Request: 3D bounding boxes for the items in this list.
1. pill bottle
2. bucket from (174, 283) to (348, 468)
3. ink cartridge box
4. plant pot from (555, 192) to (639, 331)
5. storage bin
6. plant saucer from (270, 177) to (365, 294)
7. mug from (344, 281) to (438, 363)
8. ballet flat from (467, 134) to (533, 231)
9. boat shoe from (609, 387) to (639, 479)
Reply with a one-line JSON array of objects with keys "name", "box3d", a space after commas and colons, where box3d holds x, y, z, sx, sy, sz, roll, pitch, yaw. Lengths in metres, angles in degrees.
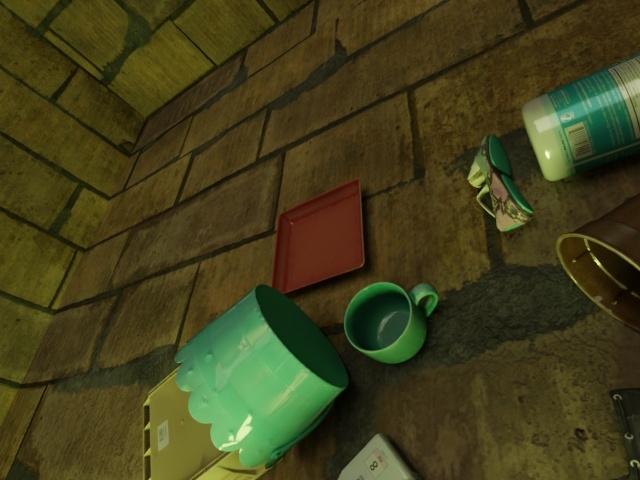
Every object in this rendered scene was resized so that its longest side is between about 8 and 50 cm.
[{"name": "pill bottle", "box3d": [0.475, -0.204, 0.630, 0.264, 0.146, 0.146, -19, 49, 29]}, {"name": "bucket", "box3d": [-0.094, 0.227, 0.721, 0.183, 0.281, 0.281, -43, 41, 5]}, {"name": "ink cartridge box", "box3d": [0.072, 0.437, 0.575, 0.232, 0.066, 0.189, -45, 41, -1]}, {"name": "plant pot", "box3d": [0.434, 0.008, 0.509, 0.165, 0.167, 0.167, -37, 42, 1]}, {"name": "storage bin", "box3d": [-0.243, 0.390, 0.836, 0.260, 0.123, 0.262, -41, 42, 11]}, {"name": "plant saucer", "box3d": [0.000, 0.000, 0.970, 0.259, 0.048, 0.259, -22, 49, 28]}, {"name": "mug", "box3d": [0.132, 0.149, 0.703, 0.158, 0.097, 0.129, -10, 54, 36]}, {"name": "ballet flat", "box3d": [0.325, -0.109, 0.755, 0.079, 0.077, 0.221, -42, 38, 39]}, {"name": "boat shoe", "box3d": [0.353, 0.272, 0.435, 0.076, 0.080, 0.228, -12, 52, 43]}]
